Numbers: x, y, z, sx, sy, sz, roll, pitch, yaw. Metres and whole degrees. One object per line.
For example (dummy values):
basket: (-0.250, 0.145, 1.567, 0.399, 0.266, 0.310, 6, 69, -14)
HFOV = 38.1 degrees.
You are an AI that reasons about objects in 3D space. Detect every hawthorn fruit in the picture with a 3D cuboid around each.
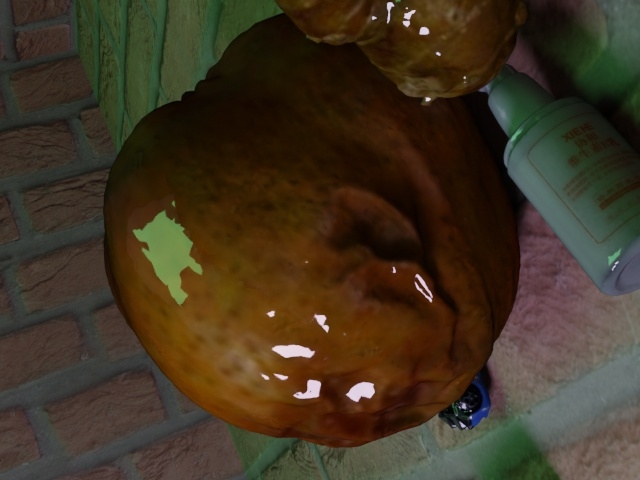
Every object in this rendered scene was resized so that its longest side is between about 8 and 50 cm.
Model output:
hawthorn fruit: (0.000, 0.000, 1.003, 0.472, 0.472, 0.471, 53, 153, 42)

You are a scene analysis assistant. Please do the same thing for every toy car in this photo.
toy car: (0.169, 0.142, 1.225, 0.103, 0.063, 0.216, 154, 103, -70)

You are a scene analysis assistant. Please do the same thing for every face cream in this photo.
face cream: (0.223, -0.074, 0.838, 0.251, 0.101, 0.101, 59, 157, 31)

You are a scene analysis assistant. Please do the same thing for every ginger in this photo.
ginger: (0.087, -0.297, 0.750, 0.357, 0.274, 0.152, -66, 31, 18)
